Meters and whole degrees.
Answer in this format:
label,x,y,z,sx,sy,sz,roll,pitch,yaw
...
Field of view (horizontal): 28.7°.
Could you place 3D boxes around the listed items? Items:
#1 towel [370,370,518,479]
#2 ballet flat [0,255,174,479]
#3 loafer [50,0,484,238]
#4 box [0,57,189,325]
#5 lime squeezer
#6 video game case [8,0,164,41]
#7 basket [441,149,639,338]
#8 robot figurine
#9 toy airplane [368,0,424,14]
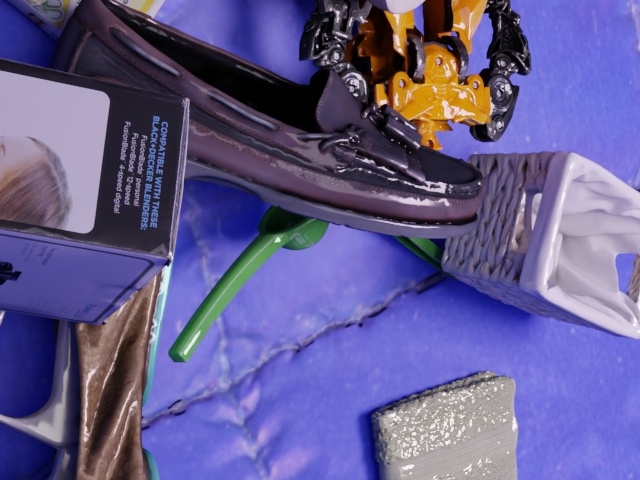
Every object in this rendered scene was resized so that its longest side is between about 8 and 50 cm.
label,x,y,z,sx,sy,sz,roll,pitch,yaw
towel,0.104,0.169,1.006,0.148,0.027,0.110,-10,96,-35
ballet flat,-0.154,0.117,0.762,0.124,0.116,0.342,3,82,-23
loafer,-0.024,-0.076,0.801,0.302,0.109,0.095,13,110,-16
box,-0.227,-0.034,0.626,0.289,0.169,0.087,10,72,-18
lime squeezer,0.000,0.000,0.904,0.310,0.058,0.110,-13,114,-47
video game case,-0.155,-0.257,0.807,0.206,0.026,0.227,40,68,-30
basket,0.186,0.004,0.997,0.167,0.103,0.113,24,78,-46
robot figurine,0.063,-0.201,0.929,0.211,0.085,0.291,-3,92,-35
toy airplane,0.050,-0.360,0.701,0.386,0.272,0.384,34,102,-37
